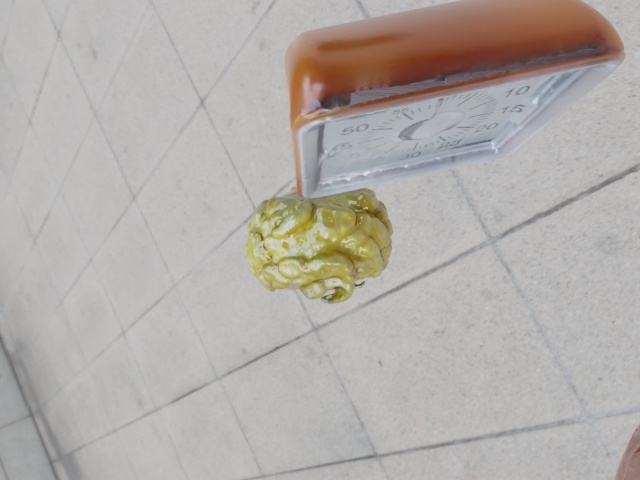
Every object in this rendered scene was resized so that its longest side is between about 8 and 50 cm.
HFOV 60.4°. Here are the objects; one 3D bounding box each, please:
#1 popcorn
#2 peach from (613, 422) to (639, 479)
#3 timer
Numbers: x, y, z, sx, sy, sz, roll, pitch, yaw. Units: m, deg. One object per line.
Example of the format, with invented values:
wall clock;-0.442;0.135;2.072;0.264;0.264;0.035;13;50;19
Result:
popcorn;0.000;0.000;0.912;0.250;0.250;0.190;2;118;46
peach;0.267;0.242;0.181;0.242;0.306;0.380;-67;27;16
timer;0.093;-0.136;0.507;0.250;0.257;0.161;-124;22;-82
